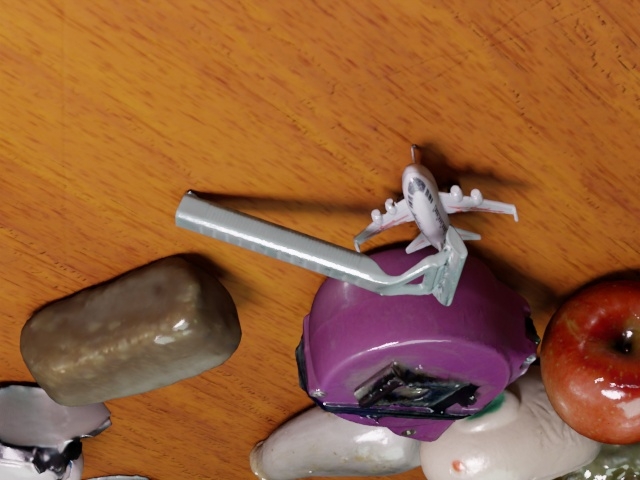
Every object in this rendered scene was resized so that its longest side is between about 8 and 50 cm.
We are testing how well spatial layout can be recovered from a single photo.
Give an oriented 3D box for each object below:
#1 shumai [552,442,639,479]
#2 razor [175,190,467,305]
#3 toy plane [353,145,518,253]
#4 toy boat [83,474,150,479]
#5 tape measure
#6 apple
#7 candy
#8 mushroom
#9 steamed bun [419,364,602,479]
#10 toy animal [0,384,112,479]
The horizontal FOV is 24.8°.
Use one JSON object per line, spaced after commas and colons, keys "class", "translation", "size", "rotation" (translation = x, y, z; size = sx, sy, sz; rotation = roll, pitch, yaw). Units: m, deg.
{"class": "shumai", "translation": [0.432, 0.399, 1.900], "size": [0.397, 0.323, 0.324], "rotation": [6, 144, -16]}
{"class": "razor", "translation": [-0.004, 0.009, 1.393], "size": [0.277, 0.056, 0.111], "rotation": [12, 153, 2]}
{"class": "toy plane", "translation": [0.104, -0.031, 1.403], "size": [0.162, 0.066, 0.171], "rotation": [-11, 146, 10]}
{"class": "toy boat", "translation": [-0.307, 0.385, 1.994], "size": [0.207, 0.079, 0.134], "rotation": [-19, 143, 24]}
{"class": "tape measure", "translation": [0.106, 0.117, 1.560], "size": [0.245, 0.149, 0.231], "rotation": [15, 144, -29]}
{"class": "apple", "translation": [0.327, 0.137, 1.595], "size": [0.181, 0.181, 0.168], "rotation": [-9, 145, 5]}
{"class": "candy", "translation": [-0.201, 0.100, 1.532], "size": [0.234, 0.102, 0.104], "rotation": [-22, 145, 23]}
{"class": "mushroom", "translation": [0.014, 0.248, 1.812], "size": [0.270, 0.103, 0.118], "rotation": [-14, 150, 29]}
{"class": "steamed bun", "translation": [0.221, 0.220, 1.732], "size": [0.228, 0.131, 0.177], "rotation": [-15, -175, -23]}
{"class": "toy animal", "translation": [-0.340, 0.252, 1.717], "size": [0.166, 0.138, 0.179], "rotation": [16, 140, -3]}
